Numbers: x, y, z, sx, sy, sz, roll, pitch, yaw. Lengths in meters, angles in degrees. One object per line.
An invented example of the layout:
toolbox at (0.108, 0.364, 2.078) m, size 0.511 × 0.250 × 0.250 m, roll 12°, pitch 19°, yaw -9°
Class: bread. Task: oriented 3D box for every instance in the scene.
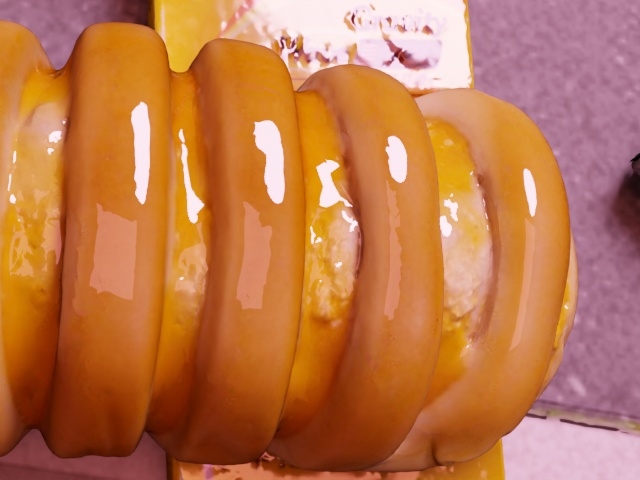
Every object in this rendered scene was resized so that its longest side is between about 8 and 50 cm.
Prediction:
bread at (-0.041, 0.002, 0.583) m, size 0.311 × 0.121 × 0.173 m, roll 3°, pitch 79°, yaw -12°

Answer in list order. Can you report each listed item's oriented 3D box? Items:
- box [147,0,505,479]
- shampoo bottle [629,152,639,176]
box at (0.000, 0.000, 0.676) m, size 0.152 × 0.043 × 0.269 m, roll 0°, pitch 79°, yaw -13°
shampoo bottle at (0.246, 0.015, 0.718) m, size 0.214 × 0.072 × 0.072 m, roll 46°, pitch 73°, yaw 1°
